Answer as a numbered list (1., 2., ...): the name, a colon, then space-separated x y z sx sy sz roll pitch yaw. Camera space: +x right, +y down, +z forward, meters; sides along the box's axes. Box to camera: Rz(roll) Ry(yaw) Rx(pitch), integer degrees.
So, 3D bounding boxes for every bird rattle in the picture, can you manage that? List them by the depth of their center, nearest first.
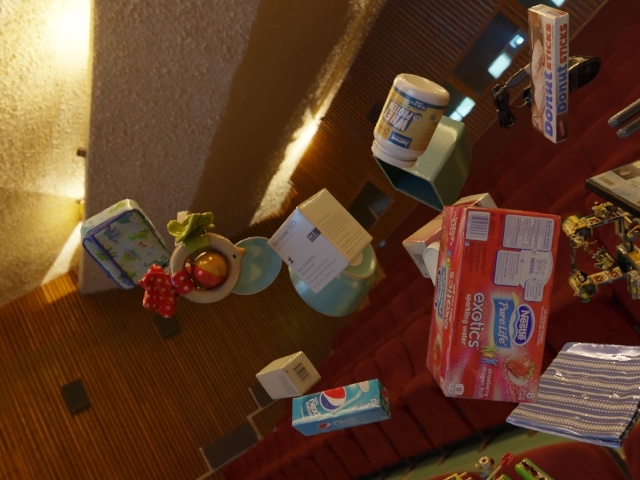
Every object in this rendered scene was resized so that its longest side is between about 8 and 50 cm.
1. bird rattle: -0.283 0.063 1.110 0.143 0.206 0.254 -12 58 68

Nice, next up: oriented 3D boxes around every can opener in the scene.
1. can opener: 0.900 -0.368 1.289 0.283 0.076 0.095 -34 -9 9

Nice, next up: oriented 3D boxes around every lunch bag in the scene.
1. lunch bag: -0.511 0.017 1.286 0.176 0.090 0.219 -31 -48 -12

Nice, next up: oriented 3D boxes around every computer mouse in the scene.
1. computer mouse: 0.532 -0.392 1.175 0.262 0.060 0.184 -30 -30 22

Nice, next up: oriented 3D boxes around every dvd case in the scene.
1. dvd case: 0.668 -0.106 0.917 0.253 0.180 0.022 -19 -51 -12

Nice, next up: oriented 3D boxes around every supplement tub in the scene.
1. supplement tub: 0.221 -0.300 1.228 0.144 0.144 0.200 -17 -42 -45

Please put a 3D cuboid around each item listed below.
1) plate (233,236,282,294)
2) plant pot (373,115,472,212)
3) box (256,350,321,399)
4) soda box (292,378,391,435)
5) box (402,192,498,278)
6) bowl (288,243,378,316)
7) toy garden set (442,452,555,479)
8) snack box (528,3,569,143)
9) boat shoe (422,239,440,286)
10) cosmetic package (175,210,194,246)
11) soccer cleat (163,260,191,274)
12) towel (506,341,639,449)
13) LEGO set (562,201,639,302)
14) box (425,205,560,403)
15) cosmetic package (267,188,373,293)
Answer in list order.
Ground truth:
1. plate: -0.201 0.071 1.410 0.188 0.024 0.188 -15 -58 -25
2. plant pot: 0.379 -0.286 1.664 0.252 0.247 0.248 -55 -35 -5
3. box: -0.112 0.449 1.605 0.094 0.113 0.275 -35 -1 -30
4. soda box: 0.045 0.372 1.080 0.210 0.067 0.071 -19 -45 17
5. box: 0.367 -0.010 1.327 0.232 0.127 0.148 -36 7 -12
6. bowl: 0.068 0.078 1.600 0.311 0.312 0.163 -19 -14 -42
7. toy garden set: 0.395 0.579 1.152 0.244 0.049 0.204 -30 8 -8
8. snack box: 0.315 -0.226 0.672 0.022 0.064 0.178 -21 -53 1
9. boat shoe: 0.299 0.130 1.023 0.103 0.302 0.113 -18 -30 -25
10. cosmetic package: -0.428 -0.030 1.555 0.041 0.115 0.060 -8 -21 19
11. soccer cleat: -0.561 0.094 1.659 0.248 0.095 0.083 6 -23 -37
12. towel: 0.604 0.325 1.096 0.336 0.040 0.243 -29 12 -36
13. LEGO set: 0.865 0.063 1.430 0.254 0.331 0.192 -11 30 6
14. box: 0.235 0.083 0.687 0.128 0.257 0.122 5 5 0
15. cosmetic package: 0.000 0.000 1.227 0.151 0.184 0.151 -47 -3 37
